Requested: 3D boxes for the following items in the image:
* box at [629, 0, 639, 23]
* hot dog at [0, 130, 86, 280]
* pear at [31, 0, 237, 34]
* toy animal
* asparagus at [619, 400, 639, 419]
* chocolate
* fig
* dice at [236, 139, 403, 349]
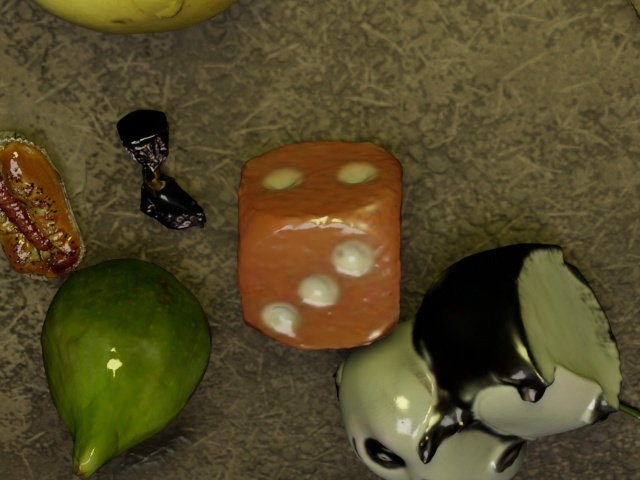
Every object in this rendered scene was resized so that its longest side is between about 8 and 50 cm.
[{"bbox_3d":[0.351,-0.258,1.215,0.111,0.111,0.177,-26,119,18],"label":"box"},{"bbox_3d":[-0.331,-0.037,1.413,0.108,0.059,0.191,-11,125,14],"label":"hot dog"},{"bbox_3d":[-0.162,-0.323,1.079,0.309,0.309,0.309,1,124,1],"label":"pear"},{"bbox_3d":[0.164,0.159,1.432,0.310,0.251,0.251,-32,117,33],"label":"toy animal"},{"bbox_3d":[0.418,0.230,1.585,0.166,0.013,0.016,28,78,-16],"label":"asparagus"},{"bbox_3d":[-0.178,-0.068,1.383,0.072,0.070,0.147,8,128,31],"label":"chocolate"},{"bbox_3d":[-0.224,0.155,1.403,0.206,0.275,0.206,1,122,1],"label":"fig"},{"bbox_3d":[0.000,0.000,1.355,0.179,0.175,0.174,3,124,5],"label":"dice"}]
